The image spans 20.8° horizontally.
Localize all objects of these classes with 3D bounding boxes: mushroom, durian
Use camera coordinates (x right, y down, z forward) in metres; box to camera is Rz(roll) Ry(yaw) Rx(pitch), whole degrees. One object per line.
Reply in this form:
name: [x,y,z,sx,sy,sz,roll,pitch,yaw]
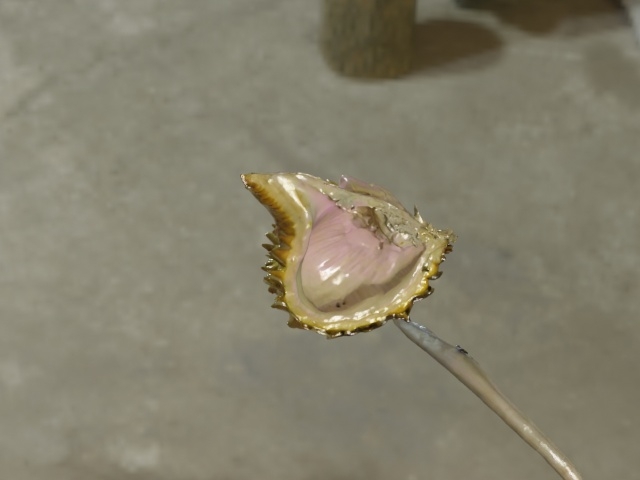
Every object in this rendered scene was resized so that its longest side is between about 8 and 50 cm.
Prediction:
mushroom: [0.160,0.151,1.627,0.306,0.068,0.043,47,55,-3]
durian: [0.001,-0.011,1.309,0.140,0.224,0.078,-40,45,10]
